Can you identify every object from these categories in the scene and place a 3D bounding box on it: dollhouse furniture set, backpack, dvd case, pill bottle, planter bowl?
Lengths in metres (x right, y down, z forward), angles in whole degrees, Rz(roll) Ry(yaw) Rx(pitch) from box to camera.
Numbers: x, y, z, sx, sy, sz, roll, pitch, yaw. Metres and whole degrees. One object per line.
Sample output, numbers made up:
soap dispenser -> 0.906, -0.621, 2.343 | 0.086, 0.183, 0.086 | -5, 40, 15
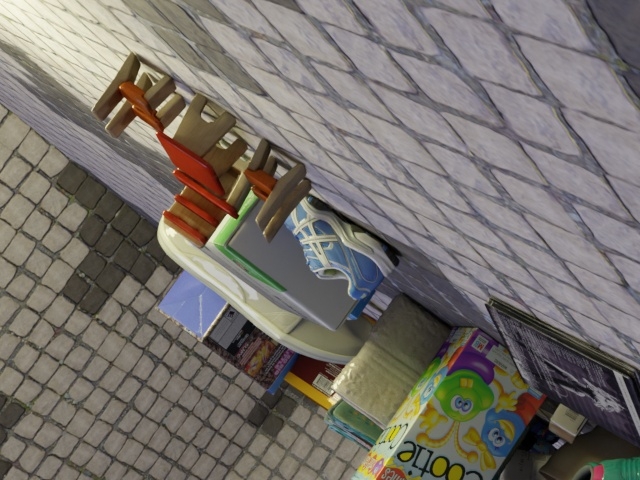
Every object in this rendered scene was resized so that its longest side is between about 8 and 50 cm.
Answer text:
dollhouse furniture set -> -0.156, -0.085, 1.687 | 0.262, 0.135, 0.259 | 34, 172, 10
backpack -> 0.376, 0.383, 2.342 | 0.173, 0.117, 0.158 | 34, 172, 15
dvd case -> 0.298, 0.159, 1.541 | 0.221, 0.018, 0.164 | 29, 157, 45
pill bottle -> 0.411, 0.427, 2.189 | 0.229, 0.131, 0.131 | 8, 167, 9
planter bowl -> 0.415, 0.338, 1.918 | 0.162, 0.109, 0.162 | 34, 172, 6

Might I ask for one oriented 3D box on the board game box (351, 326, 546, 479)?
board game box -> 0.188, 0.276, 1.895 | 0.144, 0.275, 0.142 | 35, 173, -5

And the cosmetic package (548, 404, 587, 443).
cosmetic package -> 0.345, 0.239, 1.802 | 0.041, 0.060, 0.115 | 33, 174, 15

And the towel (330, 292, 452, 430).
towel -> 0.179, 0.231, 2.000 | 0.282, 0.187, 0.049 | 36, 168, -3

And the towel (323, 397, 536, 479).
towel -> 0.189, 0.293, 2.149 | 0.271, 0.040, 0.370 | 35, -152, 12

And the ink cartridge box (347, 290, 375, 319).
ink cartridge box -> -0.003, 0.057, 2.192 | 0.180, 0.060, 0.104 | 35, 173, -3

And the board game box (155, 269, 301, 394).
board game box -> -0.134, 0.124, 2.532 | 0.141, 0.232, 0.291 | 31, 171, 36

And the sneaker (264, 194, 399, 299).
sneaker -> 0.000, 0.000, 1.741 | 0.211, 0.081, 0.080 | 33, 174, 28

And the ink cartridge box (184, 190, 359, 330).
ink cartridge box -> -0.066, 0.014, 1.962 | 0.211, 0.121, 0.289 | 37, 172, -17

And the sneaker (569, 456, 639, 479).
sneaker -> 0.389, 0.410, 1.780 | 0.178, 0.295, 0.124 | 6, -152, 9

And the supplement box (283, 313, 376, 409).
supplement box -> 0.073, 0.256, 2.587 | 0.191, 0.194, 0.129 | 30, 171, 32

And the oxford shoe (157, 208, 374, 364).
oxford shoe -> -0.075, 0.064, 2.302 | 0.449, 0.130, 0.169 | 35, -147, -9
